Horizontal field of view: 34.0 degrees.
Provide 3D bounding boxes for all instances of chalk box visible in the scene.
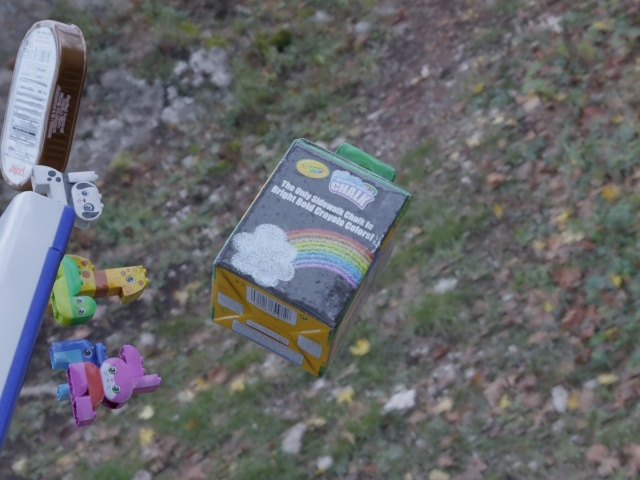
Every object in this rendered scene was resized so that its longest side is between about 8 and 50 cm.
[{"bbox_3d":[0.000,0.000,1.406,0.289,0.180,0.179,-57,-9,-28],"label":"chalk box"}]

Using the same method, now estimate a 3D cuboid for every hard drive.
[{"bbox_3d":[-0.235,0.148,0.630,0.210,0.040,0.318,-34,39,54],"label":"hard drive"}]

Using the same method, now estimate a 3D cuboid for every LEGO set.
[{"bbox_3d":[-0.186,0.051,0.899,0.093,0.227,0.087,-6,-23,-24],"label":"LEGO set"}]

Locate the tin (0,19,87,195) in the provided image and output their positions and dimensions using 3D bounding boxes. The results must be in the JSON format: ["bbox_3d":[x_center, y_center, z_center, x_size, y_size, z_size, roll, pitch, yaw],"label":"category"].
[{"bbox_3d":[-0.301,-0.143,1.128,0.040,0.189,0.106,8,7,-39],"label":"tin"}]
